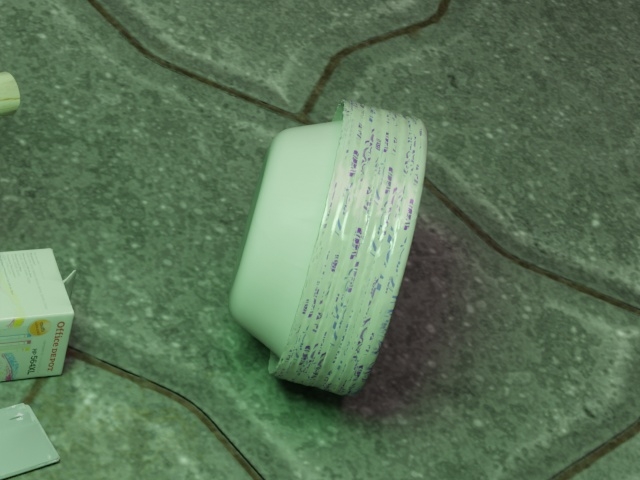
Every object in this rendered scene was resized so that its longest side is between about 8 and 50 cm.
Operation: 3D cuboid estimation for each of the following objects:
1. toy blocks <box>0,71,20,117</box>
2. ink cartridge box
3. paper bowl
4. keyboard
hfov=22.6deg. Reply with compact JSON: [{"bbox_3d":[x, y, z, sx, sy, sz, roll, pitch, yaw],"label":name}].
[{"bbox_3d":[-0.492,-0.111,1.503,0.260,0.288,0.309,-17,56,-42],"label":"toy blocks"},{"bbox_3d":[-0.302,0.072,1.526,0.143,0.092,0.090,-5,47,-25],"label":"ink cartridge box"},{"bbox_3d":[0.000,0.000,1.576,0.148,0.284,0.284,15,41,-4],"label":"paper bowl"},{"bbox_3d":[-0.361,0.204,1.423,0.256,0.014,0.072,-14,56,-32],"label":"keyboard"}]
